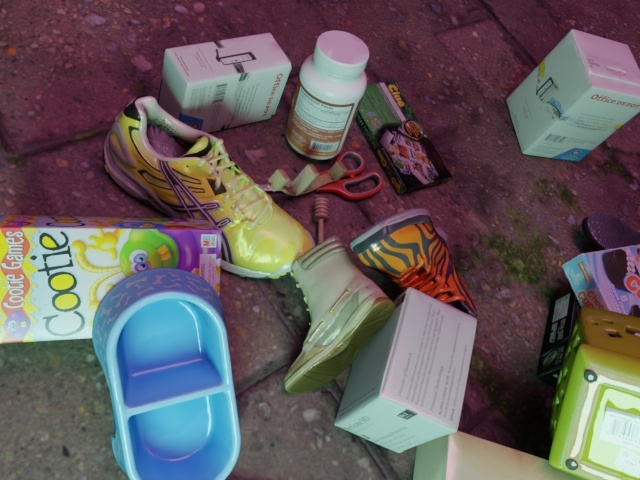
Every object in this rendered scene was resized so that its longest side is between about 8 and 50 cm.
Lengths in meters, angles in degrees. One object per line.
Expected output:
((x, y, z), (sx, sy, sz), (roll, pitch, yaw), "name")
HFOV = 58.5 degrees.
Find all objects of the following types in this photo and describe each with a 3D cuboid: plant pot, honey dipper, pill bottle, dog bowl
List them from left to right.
((-0.182, 0.185, 0.708), (0.166, 0.074, 0.297), (-10, 102, -21), "dog bowl")
((0.000, 0.000, 1.004), (0.030, 0.030, 0.160), (11, 61, -17), "honey dipper")
((0.013, -0.259, 1.032), (0.121, 0.216, 0.121), (8, 53, -11), "pill bottle")
((0.466, 0.249, 0.844), (0.228, 0.227, 0.207), (15, 14, 26), "plant pot")

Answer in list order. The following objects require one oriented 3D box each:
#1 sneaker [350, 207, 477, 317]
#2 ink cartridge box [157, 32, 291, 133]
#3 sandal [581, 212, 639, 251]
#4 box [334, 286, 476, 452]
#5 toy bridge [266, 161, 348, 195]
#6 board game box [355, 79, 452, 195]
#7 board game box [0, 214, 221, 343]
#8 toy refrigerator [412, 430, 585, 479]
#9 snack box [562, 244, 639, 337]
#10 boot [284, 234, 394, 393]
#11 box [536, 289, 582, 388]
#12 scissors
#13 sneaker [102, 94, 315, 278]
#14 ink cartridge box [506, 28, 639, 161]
((0.171, 0.060, 0.912), (0.321, 0.124, 0.180), (12, 51, -58), "sneaker")
((-0.171, -0.273, 1.013), (0.203, 0.148, 0.086), (-22, 71, -31), "ink cartridge box")
((0.667, 0.012, 1.264), (0.254, 0.054, 0.097), (17, 64, -24), "sandal")
((0.125, 0.197, 0.853), (0.119, 0.181, 0.182), (25, 56, -5), "box")
((-0.029, -0.104, 1.001), (0.188, 0.063, 0.026), (-17, 68, -51), "toy bridge")
((0.159, -0.219, 1.192), (0.136, 0.030, 0.259), (-17, 70, -27), "board game box")
((-0.284, 0.044, 0.763), (0.275, 0.142, 0.144), (0, 98, -22), "board game box")
((0.286, 0.370, 0.872), (0.269, 0.102, 0.094), (21, 57, -10), "toy refrigerator")
((0.588, 0.168, 1.038), (0.187, 0.060, 0.322), (-7, 67, -27), "snack box")
((-0.004, 0.113, 0.877), (0.077, 0.213, 0.165), (21, 25, -49), "boot")
((0.501, 0.203, 1.066), (0.147, 0.077, 0.180), (30, 56, -5), "box")
((-0.012, -0.097, 1.058), (0.297, 0.021, 0.109), (-21, 73, -31), "scissors")
((-0.172, -0.074, 0.904), (0.385, 0.147, 0.145), (32, 54, -6), "sneaker")
((0.574, -0.319, 1.292), (0.171, 0.232, 0.168), (5, 61, -20), "ink cartridge box")
